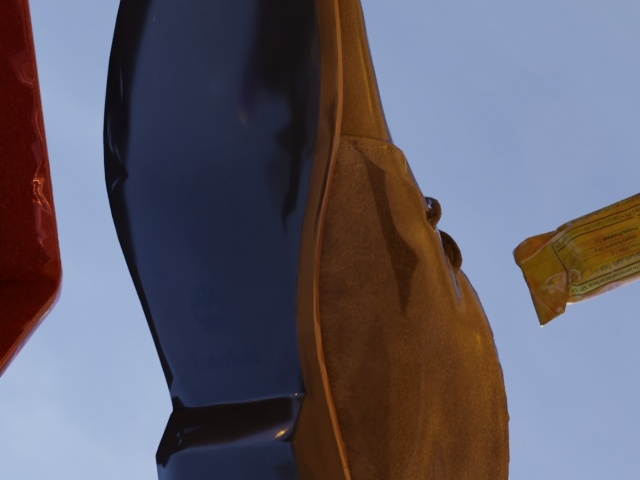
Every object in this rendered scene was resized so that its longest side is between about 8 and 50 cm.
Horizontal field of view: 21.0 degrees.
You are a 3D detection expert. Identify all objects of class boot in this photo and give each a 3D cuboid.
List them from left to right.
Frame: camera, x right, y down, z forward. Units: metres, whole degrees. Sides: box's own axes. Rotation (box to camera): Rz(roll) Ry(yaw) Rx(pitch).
[{"bbox_3d":[0.000,0.000,0.625,0.115,0.112,0.305,-8,-85,-41],"label":"boot"}]

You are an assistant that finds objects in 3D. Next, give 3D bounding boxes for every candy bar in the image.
[{"bbox_3d":[0.144,-0.014,0.584,0.040,0.162,0.018,-100,-14,-49],"label":"candy bar"}]

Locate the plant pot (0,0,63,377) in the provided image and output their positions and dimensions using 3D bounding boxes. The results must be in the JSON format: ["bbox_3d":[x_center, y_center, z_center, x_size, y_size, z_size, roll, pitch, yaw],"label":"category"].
[{"bbox_3d":[-0.281,-0.053,0.807,0.267,0.236,0.267,-68,-25,-71],"label":"plant pot"}]
